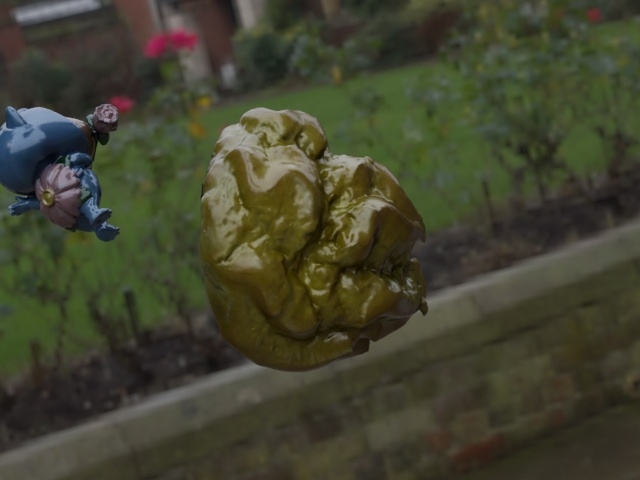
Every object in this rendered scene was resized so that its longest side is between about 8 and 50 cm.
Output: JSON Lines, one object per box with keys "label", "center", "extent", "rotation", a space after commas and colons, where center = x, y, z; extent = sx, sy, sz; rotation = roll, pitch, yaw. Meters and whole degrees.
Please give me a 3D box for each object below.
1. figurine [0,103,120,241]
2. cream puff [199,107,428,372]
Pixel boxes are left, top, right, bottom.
{"label": "figurine", "center": [-0.274, -0.079, 1.929], "extent": [0.144, 0.178, 0.114], "rotation": [-32, -25, -27]}
{"label": "cream puff", "center": [0.000, -0.002, 2.153], "extent": [0.257, 0.324, 0.291], "rotation": [-1, 0, 8]}
